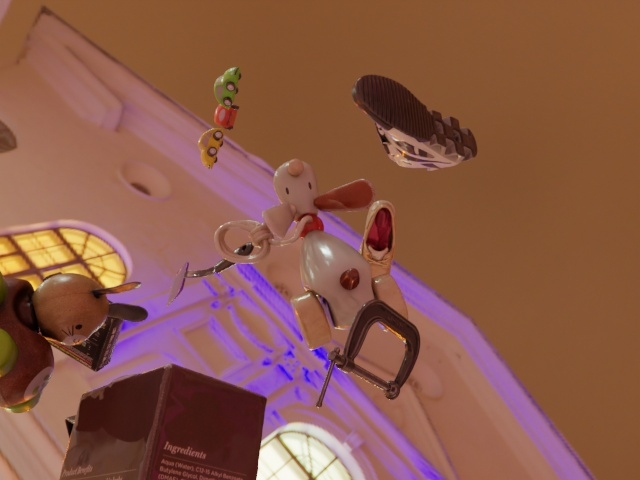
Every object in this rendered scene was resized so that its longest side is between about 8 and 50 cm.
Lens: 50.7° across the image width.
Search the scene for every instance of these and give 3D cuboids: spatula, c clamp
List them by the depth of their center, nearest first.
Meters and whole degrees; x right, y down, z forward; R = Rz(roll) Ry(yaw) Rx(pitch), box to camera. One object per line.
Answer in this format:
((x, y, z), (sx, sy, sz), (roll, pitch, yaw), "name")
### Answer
((0.062, 0.142, 0.795), (0.022, 0.160, 0.137), (7, -106, 44), "c clamp")
((-0.236, 0.061, 1.406), (0.296, 0.030, 0.084), (-24, -135, 36), "spatula")

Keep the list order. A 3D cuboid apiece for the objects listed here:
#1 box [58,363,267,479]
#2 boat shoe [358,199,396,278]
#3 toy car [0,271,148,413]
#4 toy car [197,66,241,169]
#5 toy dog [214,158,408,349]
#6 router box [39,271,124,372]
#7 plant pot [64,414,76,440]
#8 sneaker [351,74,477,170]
((-0.181, 0.332, 0.656), (0.191, 0.143, 0.382), (-23, -129, 42), "box")
((0.095, 0.016, 1.153), (0.062, 0.059, 0.170), (5, -84, 2), "boat shoe")
((-0.293, 0.097, 0.772), (0.155, 0.188, 0.149), (107, -34, -59), "toy car")
((-0.232, -0.313, 1.589), (0.053, 0.239, 0.225), (18, -47, -4), "toy car")
((0.000, 0.000, 0.993), (0.334, 0.220, 0.161), (45, -24, 23), "toy dog")
((-0.341, 0.114, 0.950), (0.122, 0.038, 0.092), (28, -70, 10), "router box")
((-0.500, 0.510, 1.674), (0.188, 0.166, 0.188), (0, -77, 48), "plant pot")
((0.165, -0.218, 1.394), (0.146, 0.330, 0.123), (-27, -129, 42), "sneaker")
